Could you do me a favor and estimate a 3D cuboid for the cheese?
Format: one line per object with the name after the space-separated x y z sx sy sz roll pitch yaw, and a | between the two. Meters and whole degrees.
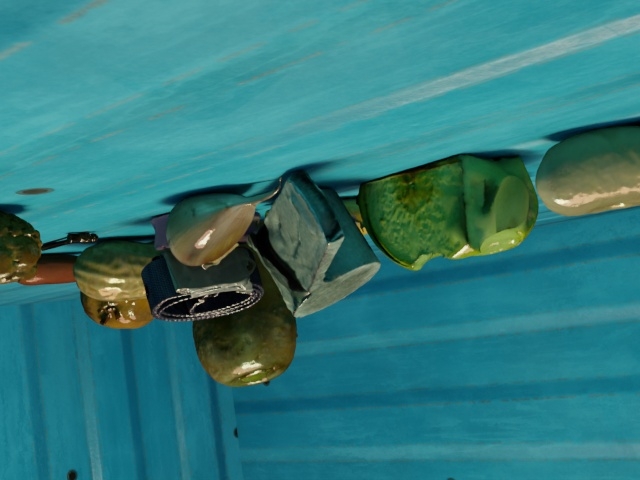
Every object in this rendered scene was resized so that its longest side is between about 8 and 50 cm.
0.550 -0.127 1.377 0.351 0.130 0.328 -7 177 -33 | cheese

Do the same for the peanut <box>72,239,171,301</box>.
-0.401 0.061 1.976 0.153 0.140 0.325 10 -168 42 | peanut

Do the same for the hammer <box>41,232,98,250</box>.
-0.528 0.004 1.800 0.178 0.021 0.065 -9 175 42 | hammer

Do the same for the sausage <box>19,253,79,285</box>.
-0.624 0.067 2.042 0.194 0.077 0.077 -1 171 -44 | sausage

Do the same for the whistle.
-0.027 0.012 1.539 0.188 0.168 0.405 -33 165 6 | whistle

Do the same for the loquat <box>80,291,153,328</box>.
-0.507 0.130 2.273 0.238 0.193 0.238 2 -164 -1 | loquat

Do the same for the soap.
-0.219 -0.021 1.718 0.122 0.066 0.203 -10 174 32 | soap

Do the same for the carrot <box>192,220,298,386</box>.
-0.174 0.137 1.909 0.224 0.341 0.224 -12 157 -5 | carrot

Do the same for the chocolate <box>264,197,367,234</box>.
-0.005 -0.043 1.760 0.219 0.086 0.085 -4 174 -25 | chocolate

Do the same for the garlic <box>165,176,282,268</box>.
-0.176 -0.034 1.484 0.148 0.128 0.266 -46 -172 -35 | garlic

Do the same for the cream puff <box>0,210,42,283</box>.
-0.508 0.011 1.355 0.150 0.115 0.165 -2 -174 12 | cream puff

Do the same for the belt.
-0.232 0.075 1.732 0.230 0.126 0.140 -6 148 -24 | belt

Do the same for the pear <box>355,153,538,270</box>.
0.257 -0.047 1.596 0.281 0.176 0.286 -6 176 -43 | pear
